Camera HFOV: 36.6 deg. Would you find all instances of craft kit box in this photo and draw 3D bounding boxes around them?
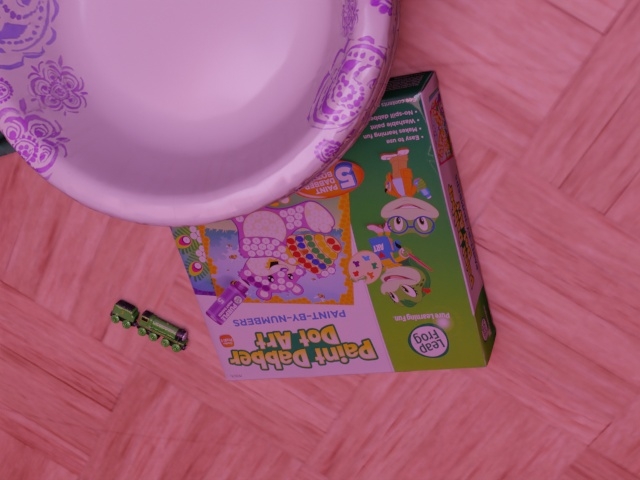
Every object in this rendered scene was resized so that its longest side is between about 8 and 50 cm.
[{"bbox_3d":[0.000,0.000,0.815,0.249,0.061,0.247,-7,118,23],"label":"craft kit box"}]

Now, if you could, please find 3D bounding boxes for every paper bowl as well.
[{"bbox_3d":[-0.085,-0.157,0.667,0.284,0.148,0.284,1,97,10],"label":"paper bowl"}]

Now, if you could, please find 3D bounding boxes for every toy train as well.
[{"bbox_3d":[-0.166,0.083,0.940,0.083,0.017,0.024,24,113,5],"label":"toy train"}]

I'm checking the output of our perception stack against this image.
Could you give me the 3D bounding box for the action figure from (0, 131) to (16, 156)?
[{"bbox_3d":[-0.339,-0.103,0.872,0.232,0.063,0.137,-22,112,32],"label":"action figure"}]
